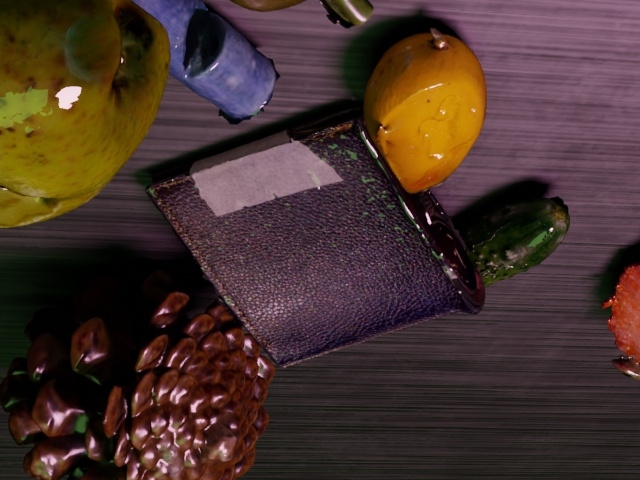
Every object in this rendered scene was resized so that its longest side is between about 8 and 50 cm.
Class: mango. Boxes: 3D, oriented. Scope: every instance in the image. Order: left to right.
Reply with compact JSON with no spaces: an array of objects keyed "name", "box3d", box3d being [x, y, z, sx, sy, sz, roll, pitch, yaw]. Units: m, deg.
[{"name":"mango","box3d":[0.085,-0.103,1.340,0.101,0.066,0.187,-17,145,-6]}]

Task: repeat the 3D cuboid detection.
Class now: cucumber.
[{"name":"cucumber","box3d":[0.151,0.016,1.578,0.069,0.069,0.227,17,148,-33]}]

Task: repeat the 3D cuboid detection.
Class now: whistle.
[{"name":"whistle","box3d":[-0.138,-0.176,1.191,0.062,0.062,0.304,-20,147,26]}]

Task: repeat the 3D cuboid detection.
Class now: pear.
[{"name":"pear","box3d":[-0.203,-0.096,1.137,0.238,0.164,0.255,29,161,-38]}]

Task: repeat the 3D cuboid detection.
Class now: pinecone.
[{"name":"pinecone","box3d":[-0.190,0.153,1.597,0.264,0.264,0.264,-4,151,-2]}]

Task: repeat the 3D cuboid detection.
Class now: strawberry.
[{"name":"strawberry","box3d":[0.388,0.053,1.655,0.175,0.107,0.236,40,140,-2]}]

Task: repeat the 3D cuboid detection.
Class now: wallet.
[{"name":"wallet","box3d":[0.000,0.000,1.496,0.221,0.071,0.262,-16,134,24]}]

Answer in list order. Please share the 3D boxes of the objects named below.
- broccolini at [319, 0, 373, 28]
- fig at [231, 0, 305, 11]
[{"name":"broccolini","box3d":[0.022,-0.257,0.964,0.123,0.062,0.271,-11,118,-8]},{"name":"fig","box3d":[-0.003,-0.228,1.057,0.185,0.133,0.126,-23,132,-5]}]
